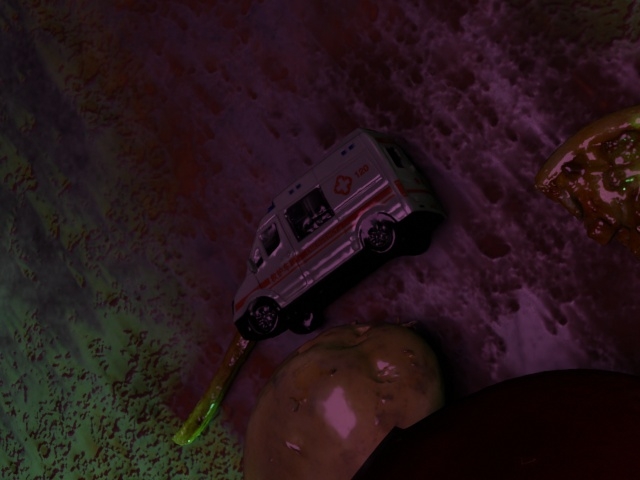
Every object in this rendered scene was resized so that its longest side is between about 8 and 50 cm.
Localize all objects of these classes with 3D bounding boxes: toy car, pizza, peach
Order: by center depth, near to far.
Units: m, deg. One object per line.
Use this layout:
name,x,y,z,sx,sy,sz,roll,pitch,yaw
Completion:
peach,0.136,0.266,0.823,0.310,0.335,0.406,45,113,13
pizza,0.256,-0.041,0.914,0.175,0.046,0.134,-25,80,27
toy car,0.000,0.000,1.029,0.209,0.089,0.108,-38,74,20

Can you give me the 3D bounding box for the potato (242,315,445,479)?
potato,0.008,0.166,1.010,0.234,0.128,0.161,-37,69,30

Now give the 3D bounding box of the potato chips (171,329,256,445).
potato chips,-0.085,0.108,1.117,0.037,0.026,0.204,33,107,26
